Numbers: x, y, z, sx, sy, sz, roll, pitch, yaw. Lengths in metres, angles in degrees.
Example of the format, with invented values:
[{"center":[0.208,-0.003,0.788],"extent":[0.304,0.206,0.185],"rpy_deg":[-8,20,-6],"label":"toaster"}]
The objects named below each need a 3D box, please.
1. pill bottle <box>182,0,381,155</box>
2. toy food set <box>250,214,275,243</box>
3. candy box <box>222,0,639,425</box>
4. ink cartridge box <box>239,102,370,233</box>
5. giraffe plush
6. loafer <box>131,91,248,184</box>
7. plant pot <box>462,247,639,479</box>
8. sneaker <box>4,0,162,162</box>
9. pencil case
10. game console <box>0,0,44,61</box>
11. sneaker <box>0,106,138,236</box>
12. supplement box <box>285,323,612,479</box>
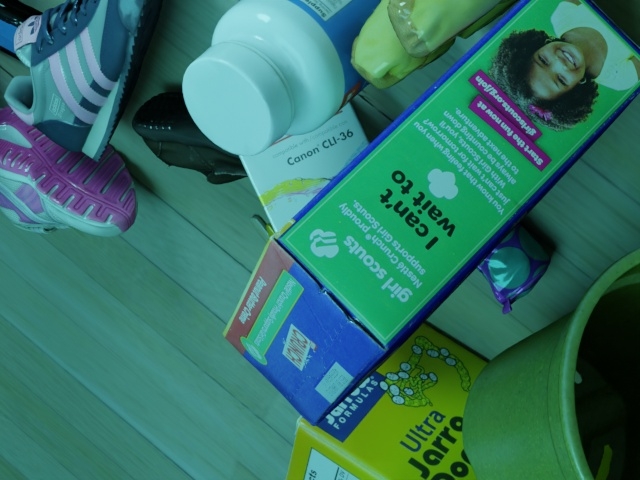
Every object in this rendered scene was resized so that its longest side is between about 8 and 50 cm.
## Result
[{"center":[-0.013,-0.164,1.313],"extent":[0.124,0.221,0.124],"rpy_deg":[25,138,25],"label":"pill bottle"},{"center":[0.000,0.000,1.597],"extent":[0.132,0.038,0.192],"rpy_deg":[50,142,-6],"label":"toy food set"},{"center":[0.083,-0.025,1.225],"extent":[0.122,0.317,0.268],"rpy_deg":[43,159,3],"label":"candy box"},{"center":[-0.007,-0.068,1.451],"extent":[0.198,0.115,0.067],"rpy_deg":[64,-178,-4],"label":"ink cartridge box"},{"center":[0.084,-0.245,1.212],"extent":[0.210,0.181,0.170],"rpy_deg":[-35,90,43],"label":"giraffe plush"},{"center":[-0.087,-0.097,1.571],"extent":[0.220,0.080,0.078],"rpy_deg":[16,145,36],"label":"loafer"},{"center":[0.259,0.156,1.352],"extent":[0.276,0.276,0.254],"rpy_deg":[51,154,-6],"label":"plant pot"},{"center":[-0.238,-0.200,1.555],"extent":[0.131,0.112,0.319],"rpy_deg":[24,140,-5],"label":"sneaker"},{"center":[0.140,-0.010,1.432],"extent":[0.152,0.070,0.064],"rpy_deg":[45,155,4],"label":"pencil case"},{"center":[-0.337,-0.223,1.682],"extent":[0.122,0.107,0.071],"rpy_deg":[28,107,21],"label":"game console"},{"center":[-0.301,-0.060,1.783],"extent":[0.252,0.103,0.111],"rpy_deg":[28,143,31],"label":"sneaker"},{"center":[0.157,0.270,1.571],"extent":[0.356,0.195,0.194],"rpy_deg":[32,140,16],"label":"supplement box"}]
